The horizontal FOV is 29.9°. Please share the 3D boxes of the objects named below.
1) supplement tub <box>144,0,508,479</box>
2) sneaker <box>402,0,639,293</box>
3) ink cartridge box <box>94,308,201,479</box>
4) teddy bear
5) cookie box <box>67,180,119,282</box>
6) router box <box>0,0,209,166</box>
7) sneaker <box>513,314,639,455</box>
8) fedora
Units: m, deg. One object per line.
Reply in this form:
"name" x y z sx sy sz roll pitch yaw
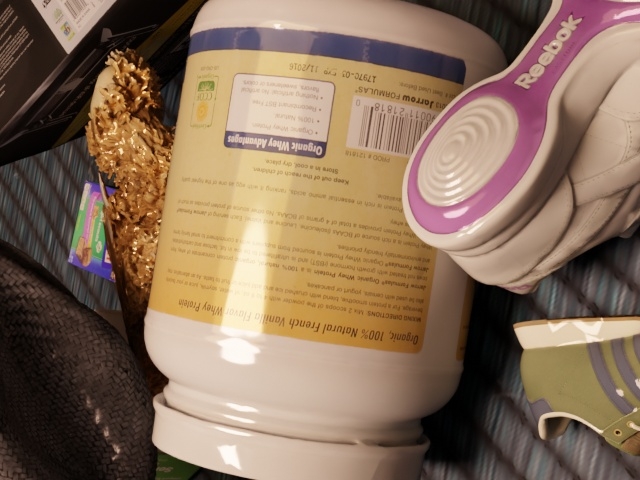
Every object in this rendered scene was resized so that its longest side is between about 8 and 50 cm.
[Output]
"supplement tub" 0.000 0.000 0.846 0.228 0.228 0.316 8 89 49
"sneaker" 0.187 -0.093 0.747 0.305 0.152 0.114 -45 45 4
"ink cartridge box" -0.215 0.195 1.158 0.219 0.093 0.160 -47 50 32
"teddy bear" -0.128 0.000 1.037 0.245 0.113 0.338 107 149 -66
"cookie box" -0.209 -0.007 1.230 0.107 0.040 0.091 16 94 48
"router box" -0.193 -0.190 1.089 0.309 0.243 0.081 -36 86 38
"sneaker" 0.202 0.088 0.731 0.192 0.064 0.086 -7 85 48
"fedora" -0.224 0.123 0.865 0.152 0.334 0.334 -25 64 41
